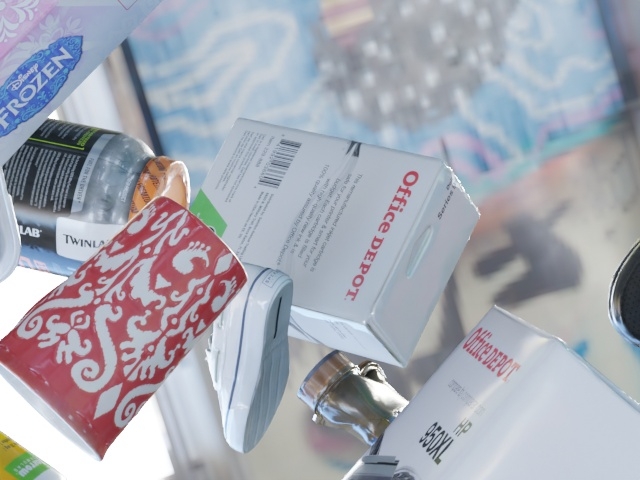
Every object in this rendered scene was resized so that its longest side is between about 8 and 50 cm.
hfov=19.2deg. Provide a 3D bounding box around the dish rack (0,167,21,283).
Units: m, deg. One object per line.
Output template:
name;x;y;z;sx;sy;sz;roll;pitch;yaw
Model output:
dish rack;-0.444;-0.097;1.772;0.285;0.333;0.072;-2;-161;25

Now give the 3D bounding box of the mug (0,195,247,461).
mug;-0.154;0.049;1.355;0.150;0.113;0.169;36;-105;30

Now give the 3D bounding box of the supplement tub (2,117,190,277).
supplement tub;-0.335;-0.055;2.352;0.316;0.193;0.193;12;-162;14

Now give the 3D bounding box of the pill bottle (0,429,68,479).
pill bottle;-0.338;0.264;1.906;0.136;0.245;0.136;-54;170;-14

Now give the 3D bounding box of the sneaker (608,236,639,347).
sneaker;0.372;0.008;1.530;0.341;0.125;0.139;-26;-176;31

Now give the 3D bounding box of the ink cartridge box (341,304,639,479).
ink cartridge box;0.089;0.255;1.452;0.395;0.166;0.285;-49;-174;0

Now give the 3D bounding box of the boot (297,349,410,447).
boot;0.052;0.171;1.785;0.082;0.106;0.219;-50;162;3

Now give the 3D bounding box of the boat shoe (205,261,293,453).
boat shoe;-0.078;0.114;1.946;0.076;0.226;0.083;26;-146;22

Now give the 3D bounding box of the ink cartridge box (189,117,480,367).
ink cartridge box;0.000;0.000;2.099;0.289;0.121;0.211;15;-112;34

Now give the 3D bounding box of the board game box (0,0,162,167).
board game box;-0.185;-0.244;1.124;0.318;0.066;0.318;-47;-124;-3
